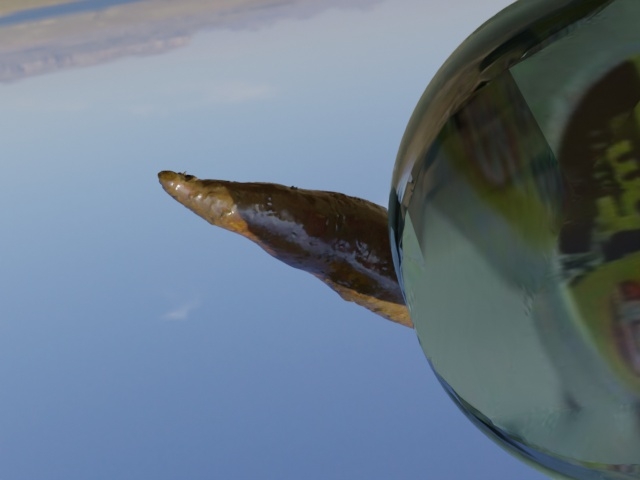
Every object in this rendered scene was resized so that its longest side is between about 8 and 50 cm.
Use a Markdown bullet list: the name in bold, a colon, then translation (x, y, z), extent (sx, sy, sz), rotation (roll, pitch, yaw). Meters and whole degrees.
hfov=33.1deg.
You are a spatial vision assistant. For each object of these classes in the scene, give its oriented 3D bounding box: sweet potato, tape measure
- **sweet potato**: translation (0.002, -0.005, 0.657), extent (0.226, 0.068, 0.068), rotation (28, 175, -26)
- **tape measure**: translation (0.165, -0.010, 0.526), extent (0.262, 0.259, 0.138), rotation (-21, 175, 29)
